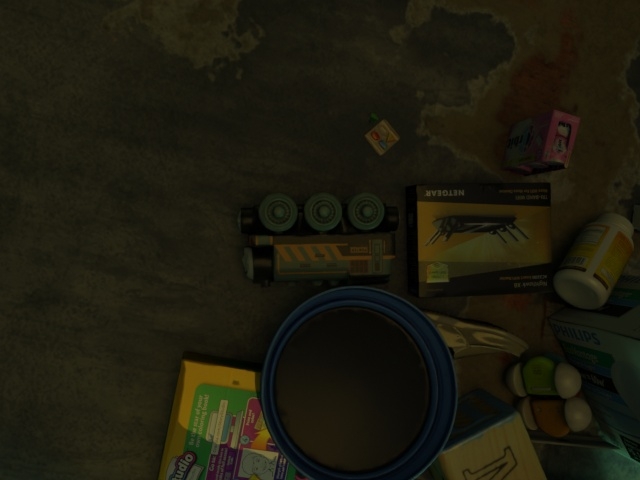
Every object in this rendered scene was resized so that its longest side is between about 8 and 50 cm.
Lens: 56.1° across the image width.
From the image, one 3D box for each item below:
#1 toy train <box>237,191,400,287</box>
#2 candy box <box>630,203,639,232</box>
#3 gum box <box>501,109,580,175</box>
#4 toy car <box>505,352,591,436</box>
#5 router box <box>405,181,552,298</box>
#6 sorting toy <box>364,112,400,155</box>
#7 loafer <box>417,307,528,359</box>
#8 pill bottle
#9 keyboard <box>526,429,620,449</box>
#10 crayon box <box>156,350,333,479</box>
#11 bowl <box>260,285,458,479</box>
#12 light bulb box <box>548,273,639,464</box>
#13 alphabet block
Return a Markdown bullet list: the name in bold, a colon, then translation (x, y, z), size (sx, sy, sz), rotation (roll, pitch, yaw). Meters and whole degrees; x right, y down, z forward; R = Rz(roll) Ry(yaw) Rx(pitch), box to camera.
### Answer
- **toy train**: translation (0.000, 0.000, 1.220), size (0.334, 0.142, 0.190), rotation (-1, 90, -9)
- **candy box**: translation (0.828, -0.038, 1.335), size (0.165, 0.196, 0.070), rotation (10, 90, -10)
- **gum box**: translation (0.464, -0.202, 1.273), size (0.062, 0.188, 0.107), rotation (14, 88, -9)
- **toy car**: translation (0.515, 0.332, 1.330), size (0.136, 0.159, 0.181), rotation (-22, 95, -43)
- **router box**: translation (0.345, -0.003, 1.311), size (0.309, 0.081, 0.242), rotation (-2, 92, -10)
- **sorting toy**: translation (0.126, -0.234, 1.303), size (0.062, 0.012, 0.083), rotation (-41, 98, -6)
- **loafer**: translation (0.315, 0.216, 1.308), size (0.269, 0.102, 0.092), rotation (14, 90, 0)
- **pill bottle**: translation (0.608, 0.040, 1.323), size (0.117, 0.117, 0.215), rotation (45, 65, -8)
- **keyboard**: translation (0.543, 0.451, 1.360), size (0.256, 0.072, 0.014), rotation (8, 93, -10)
- **crayon box**: translation (-0.160, 0.434, 1.223), size (0.313, 0.106, 0.362), rotation (12, 88, -9)
- **bowl**: translation (0.074, 0.286, 1.177), size (0.392, 0.077, 0.390), rotation (3, 74, -12)
- **light bulb box**: translation (0.725, 0.284, 1.243), size (0.225, 0.358, 0.361), rotation (-28, 95, -9)
- **alphabet block**: translation (0.332, 0.459, 1.267), size (0.194, 0.192, 0.197), rotation (-24, 94, -7)
